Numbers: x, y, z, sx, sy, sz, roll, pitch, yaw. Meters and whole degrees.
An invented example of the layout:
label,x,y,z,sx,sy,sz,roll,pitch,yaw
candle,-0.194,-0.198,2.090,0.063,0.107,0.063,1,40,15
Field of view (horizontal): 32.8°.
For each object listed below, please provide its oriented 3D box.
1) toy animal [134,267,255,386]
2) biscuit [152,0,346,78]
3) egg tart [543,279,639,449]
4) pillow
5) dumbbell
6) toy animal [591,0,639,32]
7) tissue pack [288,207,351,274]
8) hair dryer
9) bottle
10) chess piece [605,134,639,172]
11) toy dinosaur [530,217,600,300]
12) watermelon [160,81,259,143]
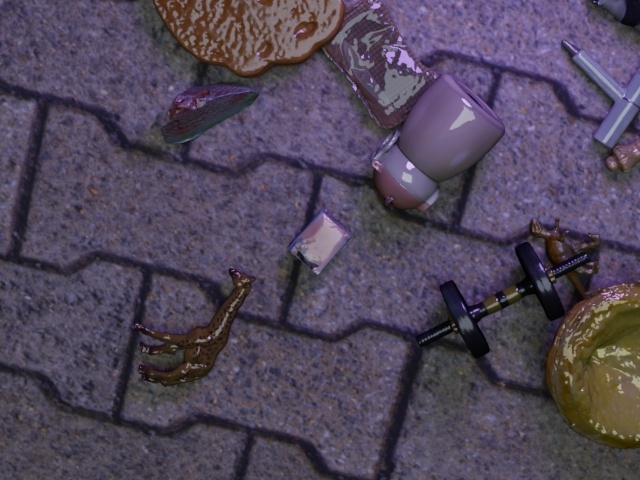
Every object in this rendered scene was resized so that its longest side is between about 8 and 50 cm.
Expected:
label,x,y,z,sx,sy,sz,roll,pitch,yaw
toy animal,-0.216,0.165,1.938,0.276,0.054,0.149,-29,95,9
biscuit,-0.110,-0.436,1.820,0.351,0.057,0.312,-14,98,8
egg tart,0.539,0.214,1.897,0.315,0.120,0.314,0,102,1
pillow,0.099,-0.303,1.856,0.135,0.034,0.211,-38,96,9
dumbbell,0.312,0.102,1.867,0.326,0.143,0.143,-28,99,7
toy animal,0.552,-0.400,1.803,0.225,0.094,0.121,22,109,-4
tissue pack,0.000,0.000,1.900,0.074,0.059,0.094,40,98,-4
hair dryer,0.464,-0.267,1.855,0.183,0.044,0.154,32,98,1
bottle,0.183,-0.150,1.831,0.147,0.147,0.236,41,106,-6
chess piece,0.569,-0.166,1.860,0.172,0.060,0.060,-26,99,8
toy dinosaur,0.426,0.041,1.913,0.126,0.039,0.162,6,106,10
watermelon,-0.196,-0.230,1.853,0.180,0.094,0.081,-28,96,-9
